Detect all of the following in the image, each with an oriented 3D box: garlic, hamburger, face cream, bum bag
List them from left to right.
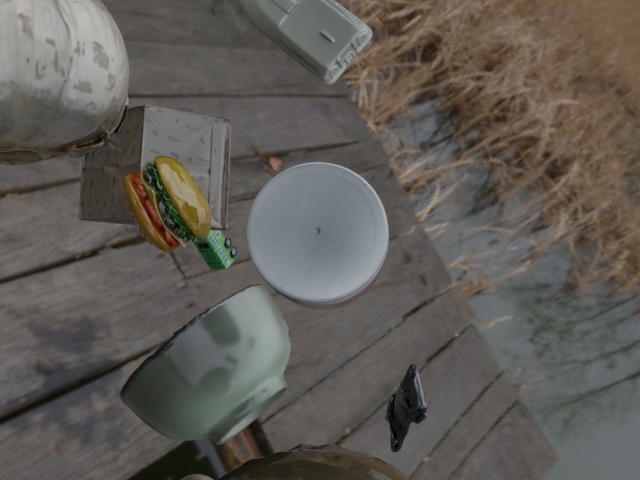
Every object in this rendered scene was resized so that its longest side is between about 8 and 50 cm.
[{"bbox_3d":[-0.380,-0.189,0.857,0.322,0.322,0.241,19,50,-50],"label":"garlic"},{"bbox_3d":[-0.250,-0.058,1.265,0.162,0.115,0.162,60,1,-1],"label":"hamburger"},{"bbox_3d":[0.000,0.000,1.149,0.201,0.201,0.187,61,-1,9],"label":"face cream"},{"bbox_3d":[0.197,0.396,1.817,0.060,0.248,0.123,7,48,-13],"label":"bum bag"}]

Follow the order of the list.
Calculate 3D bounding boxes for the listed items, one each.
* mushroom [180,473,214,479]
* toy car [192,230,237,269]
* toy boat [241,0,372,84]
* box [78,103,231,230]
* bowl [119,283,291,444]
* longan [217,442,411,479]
[{"bbox_3d":[-0.281,0.522,1.426,0.215,0.207,0.207,28,34,-11],"label":"mushroom"},{"bbox_3d":[-0.273,0.001,1.908,0.165,0.071,0.062,63,37,-35],"label":"toy car"},{"bbox_3d":[-0.030,-0.404,1.438,0.269,0.140,0.141,43,18,31],"label":"toy boat"},{"bbox_3d":[-0.337,-0.137,1.544,0.190,0.297,0.225,3,90,-40],"label":"box"},{"bbox_3d":[-0.186,0.264,1.479,0.185,0.354,0.354,49,26,12],"label":"bowl"},{"bbox_3d":[-0.003,0.464,0.963,0.404,0.404,0.436,32,5,-40],"label":"longan"}]
